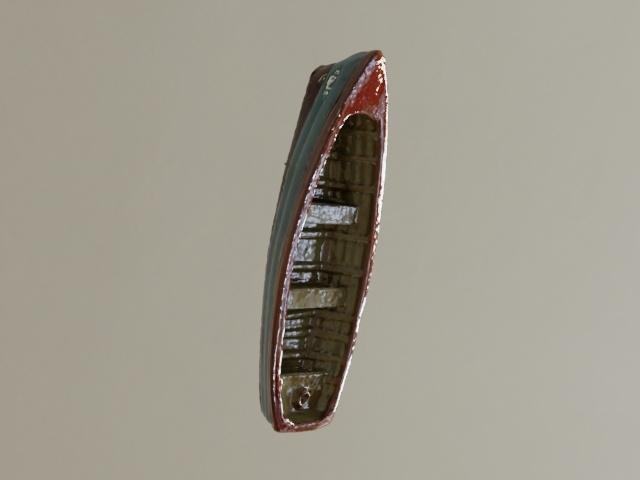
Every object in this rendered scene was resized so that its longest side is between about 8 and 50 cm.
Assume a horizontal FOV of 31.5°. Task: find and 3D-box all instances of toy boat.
[{"bbox_3d":[0.000,0.000,1.151,0.136,0.079,0.392,1,-79,-48],"label":"toy boat"}]
